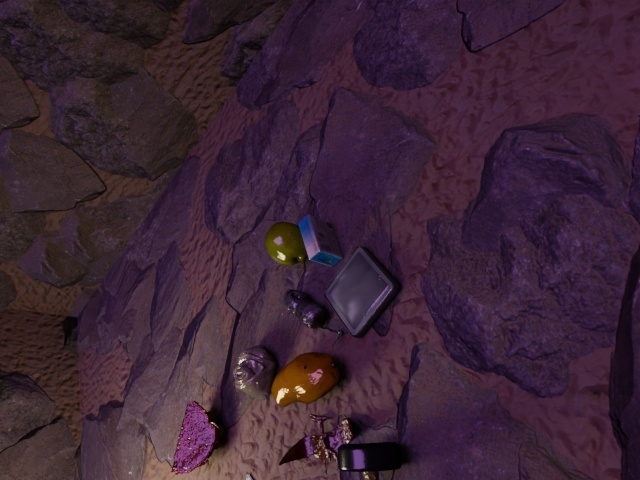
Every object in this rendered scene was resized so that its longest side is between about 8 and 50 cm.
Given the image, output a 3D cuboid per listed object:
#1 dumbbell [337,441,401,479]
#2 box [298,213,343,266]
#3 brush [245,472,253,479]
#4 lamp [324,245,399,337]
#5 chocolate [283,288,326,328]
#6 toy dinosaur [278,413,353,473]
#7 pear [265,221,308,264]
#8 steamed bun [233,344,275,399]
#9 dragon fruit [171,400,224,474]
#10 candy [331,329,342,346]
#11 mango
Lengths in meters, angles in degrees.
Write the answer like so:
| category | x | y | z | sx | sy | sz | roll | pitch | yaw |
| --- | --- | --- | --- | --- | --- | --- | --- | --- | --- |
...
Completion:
| category | x | y | z | sx | sy | sz | roll | pitch | yaw |
| --- | --- | --- | --- | --- | --- | --- | --- | --- | --- |
| dumbbell | 0.157 | 0.795 | 1.399 | 0.203 | 0.203 | 0.323 | -22 | 60 | 39 |
| box | 0.000 | -0.001 | 1.907 | 0.073 | 0.139 | 0.194 | -40 | 50 | 30 |
| brush | -0.323 | 1.099 | 1.922 | 0.082 | 0.010 | 0.218 | 25 | 94 | 47 |
| lamp | 0.148 | 0.191 | 1.752 | 0.269 | 0.047 | 0.266 | -54 | 45 | 16 |
| chocolate | -0.068 | 0.283 | 1.901 | 0.248 | 0.110 | 0.110 | 35 | 101 | 47 |
| toy dinosaur | 0.007 | 0.728 | 1.649 | 0.327 | 0.112 | 0.207 | -9 | 69 | 42 |
| pear | -0.143 | 0.020 | 2.029 | 0.219 | 0.187 | 0.188 | 43 | 108 | 23 |
| steamed bun | -0.306 | 0.572 | 2.004 | 0.211 | 0.144 | 0.218 | 11 | 83 | 48 |
| dragon fruit | -0.536 | 0.926 | 2.126 | 0.204 | 0.152 | 0.317 | -1 | 65 | 25 |
| candy | 0.062 | 0.385 | 1.789 | 0.025 | 0.023 | 0.083 | 37 | 109 | 31 |
| mango | -0.065 | 0.534 | 1.773 | 0.359 | 0.144 | 0.187 | -26 | 55 | 40 |
